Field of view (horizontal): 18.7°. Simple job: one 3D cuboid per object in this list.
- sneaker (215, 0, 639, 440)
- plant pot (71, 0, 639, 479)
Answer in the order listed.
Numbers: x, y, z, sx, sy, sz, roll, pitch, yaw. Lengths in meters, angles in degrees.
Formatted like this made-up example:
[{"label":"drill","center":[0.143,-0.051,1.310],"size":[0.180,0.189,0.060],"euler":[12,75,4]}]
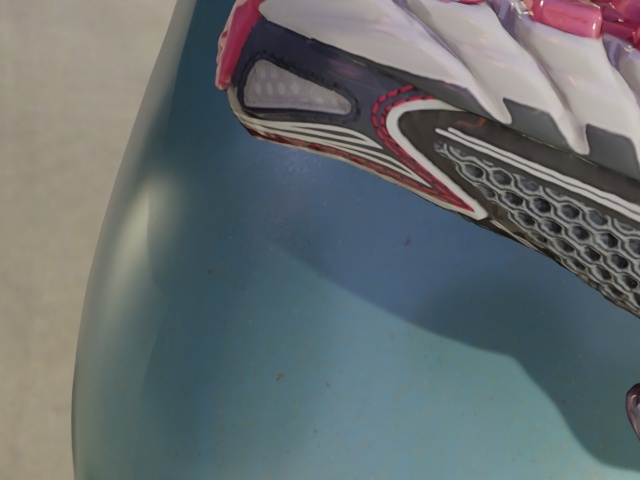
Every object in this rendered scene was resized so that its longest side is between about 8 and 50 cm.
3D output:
[{"label":"sneaker","center":[0.111,0.031,0.386],"size":[0.299,0.112,0.121],"euler":[29,15,-1]},{"label":"plant pot","center":[0.050,0.044,0.652],"size":[0.293,0.293,0.235],"euler":[18,57,6]}]
